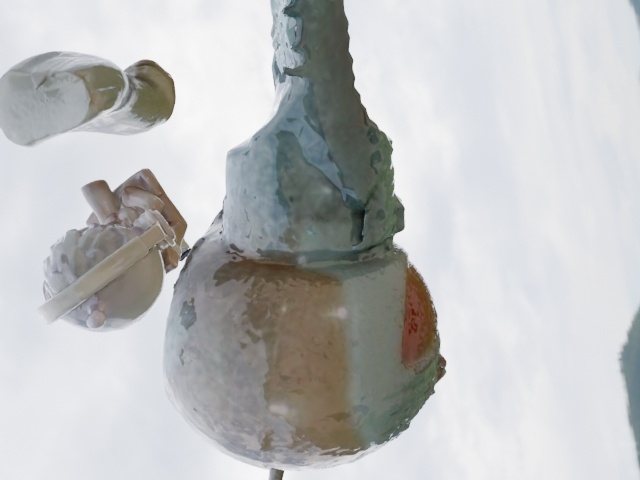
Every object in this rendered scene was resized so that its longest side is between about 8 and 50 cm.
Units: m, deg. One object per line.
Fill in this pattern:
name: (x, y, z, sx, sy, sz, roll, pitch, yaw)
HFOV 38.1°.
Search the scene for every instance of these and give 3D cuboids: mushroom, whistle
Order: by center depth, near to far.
whistle: (0.000, 0.000, 0.563, 0.189, 0.189, 0.347, -32, -49, -63)
mushroom: (-0.280, -0.180, 1.197, 0.329, 0.159, 0.122, -29, -41, -71)

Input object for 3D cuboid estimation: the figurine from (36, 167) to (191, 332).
figurine: (-0.225, 0.015, 0.989, 0.141, 0.162, 0.236, 51, -158, -14)
